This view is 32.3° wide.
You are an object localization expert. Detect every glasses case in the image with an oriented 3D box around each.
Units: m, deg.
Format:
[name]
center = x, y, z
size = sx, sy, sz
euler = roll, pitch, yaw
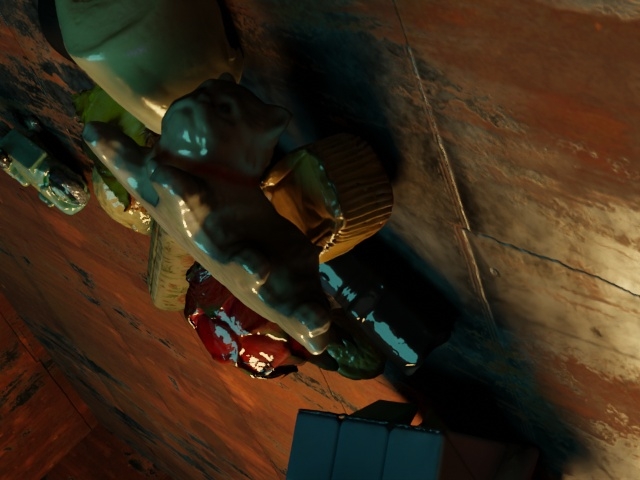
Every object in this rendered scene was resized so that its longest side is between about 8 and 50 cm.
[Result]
[glasses case]
center = -0.184, 0.013, 1.710
size = 0.425, 0.156, 0.098
euler = 117, 132, -67

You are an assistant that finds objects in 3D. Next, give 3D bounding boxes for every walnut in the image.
[walnut]
center = 0.046, 0.155, 1.634
size = 0.124, 0.105, 0.105
euler = 38, 157, 1

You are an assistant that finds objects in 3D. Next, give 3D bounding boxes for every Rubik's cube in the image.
[Rubik's cube]
center = 0.133, 0.408, 1.600
size = 0.387, 0.358, 0.368
euler = 2, 136, 44

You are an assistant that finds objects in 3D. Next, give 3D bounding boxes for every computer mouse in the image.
[computer mouse]
center = -0.326, -0.288, 1.550
size = 0.264, 0.088, 0.147
euler = 17, 147, 44

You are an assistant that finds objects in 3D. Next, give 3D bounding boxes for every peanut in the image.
[peanut]
center = -0.313, -0.081, 1.836
size = 0.159, 0.109, 0.140
euler = 51, 172, -1

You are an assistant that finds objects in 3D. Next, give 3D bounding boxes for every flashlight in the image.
[flashlight]
center = 0.000, 0.000, 1.467
size = 0.424, 0.103, 0.103
euler = 45, 158, 7

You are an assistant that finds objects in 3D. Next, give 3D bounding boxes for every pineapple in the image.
[pineapple]
center = -0.243, -0.158, 1.608
size = 0.140, 0.164, 0.250
euler = 27, -161, -49

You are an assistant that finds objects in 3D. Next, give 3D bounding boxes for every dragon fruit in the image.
[dragon fruit]
center = -0.079, 0.097, 1.533
size = 0.274, 0.193, 0.192
euler = 52, 168, -19

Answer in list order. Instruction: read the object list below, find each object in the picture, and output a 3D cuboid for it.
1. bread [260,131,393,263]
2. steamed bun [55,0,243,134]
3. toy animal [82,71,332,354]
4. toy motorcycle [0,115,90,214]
[bread]
center = 0.008, -0.049, 1.323
size = 0.190, 0.114, 0.132
euler = -32, 81, 55
[steamed bun]
center = -0.190, -0.245, 1.317
size = 0.225, 0.170, 0.200
euler = 49, -164, -53
[toy animal]
center = -0.070, -0.038, 1.234
size = 0.308, 0.188, 0.266
euler = 28, 152, 36
[toy motorcycle]
center = -0.546, -0.142, 2.172
size = 0.296, 0.109, 0.198
euler = 35, 166, 19
